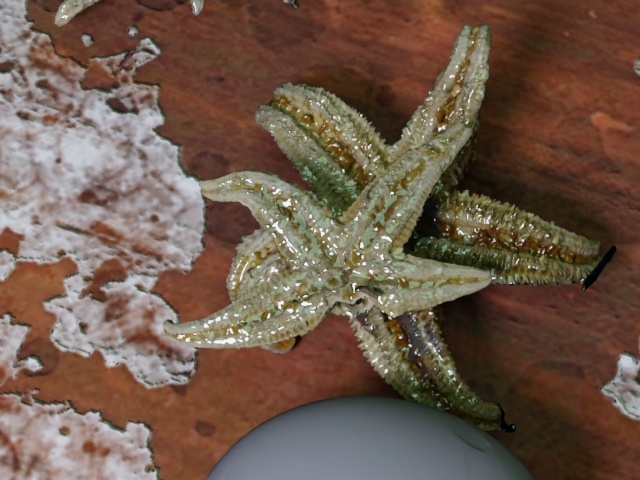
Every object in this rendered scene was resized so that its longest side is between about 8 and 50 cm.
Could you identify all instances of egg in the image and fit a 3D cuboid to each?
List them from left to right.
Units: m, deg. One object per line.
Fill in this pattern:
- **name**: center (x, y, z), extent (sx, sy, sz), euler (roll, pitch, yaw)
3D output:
- **egg**: center (0.038, 0.193, 0.980), extent (0.232, 0.176, 0.176), euler (2, 65, -10)

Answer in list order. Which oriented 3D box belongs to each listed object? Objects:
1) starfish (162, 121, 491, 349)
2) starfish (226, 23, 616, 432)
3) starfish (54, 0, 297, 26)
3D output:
- **starfish**: center (0.000, -0.002, 1.045), extent (0.247, 0.050, 0.138), euler (-11, 73, 0)
- **starfish**: center (0.076, -0.017, 1.118), extent (0.303, 0.113, 0.312), euler (12, 75, 9)
- **starfish**: center (-0.121, -0.309, 1.266), extent (0.301, 0.084, 0.293), euler (-13, 70, -2)
